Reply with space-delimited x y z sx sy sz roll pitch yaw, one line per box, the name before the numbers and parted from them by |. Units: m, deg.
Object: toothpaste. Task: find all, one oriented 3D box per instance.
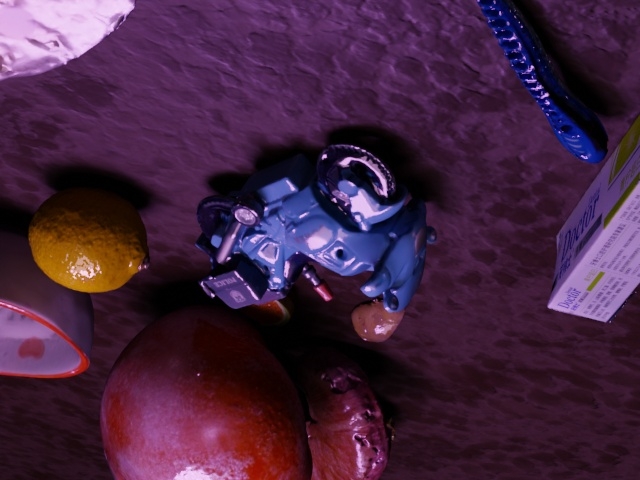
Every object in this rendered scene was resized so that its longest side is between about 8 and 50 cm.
toothpaste | 0.272 -0.027 1.477 0.067 0.081 0.336 14 156 -3

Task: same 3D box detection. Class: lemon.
lemon | -0.233 -0.001 1.731 0.133 0.109 0.109 21 158 15

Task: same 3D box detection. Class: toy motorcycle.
toy motorcycle | 0.000 0.000 1.633 0.272 0.123 0.182 -19 120 45

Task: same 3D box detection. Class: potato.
potato | 0.056 0.093 1.889 0.037 0.036 0.093 18 156 -22

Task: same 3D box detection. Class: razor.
razor | 0.148 -0.147 1.309 0.093 0.056 0.324 11 164 40

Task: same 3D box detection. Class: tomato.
tomato | -0.134 0.215 1.940 0.227 0.270 0.270 -25 159 -12

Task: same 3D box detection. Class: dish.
dish | -0.368 0.056 1.904 0.256 0.117 0.256 9 155 4

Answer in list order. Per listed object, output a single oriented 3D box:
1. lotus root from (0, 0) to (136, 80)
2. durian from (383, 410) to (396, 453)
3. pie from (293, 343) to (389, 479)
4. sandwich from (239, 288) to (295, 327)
lotus root | -0.246 -0.232 1.145 0.272 0.192 0.272 2 145 2
durian | 0.037 0.251 2.193 0.108 0.119 0.186 -20 143 -18
pie | -0.008 0.220 2.058 0.054 0.204 0.219 -26 174 -44
sandwich | -0.061 0.063 1.886 0.067 0.029 0.135 11 157 15
